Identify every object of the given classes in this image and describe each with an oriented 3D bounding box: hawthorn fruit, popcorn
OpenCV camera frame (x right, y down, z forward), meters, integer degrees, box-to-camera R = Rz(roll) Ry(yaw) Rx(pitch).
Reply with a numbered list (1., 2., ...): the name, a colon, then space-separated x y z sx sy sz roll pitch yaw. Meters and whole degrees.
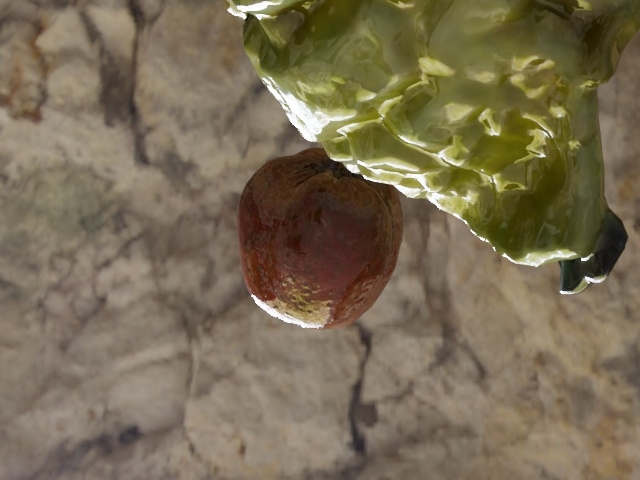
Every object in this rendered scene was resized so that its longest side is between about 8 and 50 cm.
1. hawthorn fruit: 0.000 0.000 1.583 0.189 0.189 0.189 2 -57 3
2. popcorn: 0.062 -0.156 0.861 0.237 0.293 0.293 15 -58 -13
